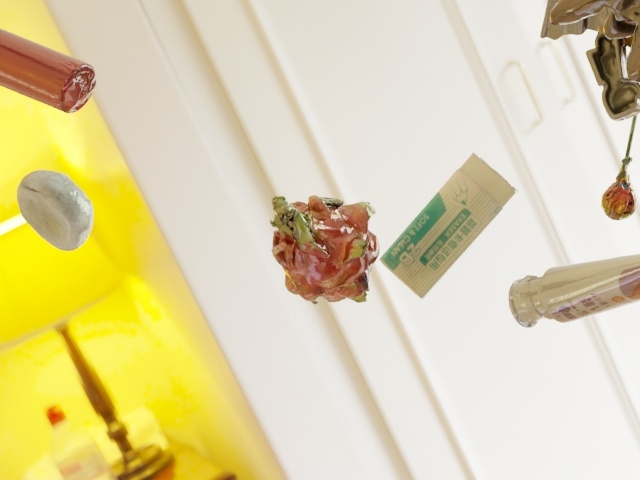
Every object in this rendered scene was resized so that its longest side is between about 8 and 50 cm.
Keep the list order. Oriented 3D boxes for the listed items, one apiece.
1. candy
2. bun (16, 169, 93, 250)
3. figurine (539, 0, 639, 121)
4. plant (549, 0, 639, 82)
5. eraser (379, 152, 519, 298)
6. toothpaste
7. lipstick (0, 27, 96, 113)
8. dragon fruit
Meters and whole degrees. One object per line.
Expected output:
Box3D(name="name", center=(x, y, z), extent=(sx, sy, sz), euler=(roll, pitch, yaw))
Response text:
Box3D(name="candy", center=(0.494, -0.130, 1.871), extent=(0.060, 0.201, 0.060), euler=(7, 12, -2))
Box3D(name="bun", center=(-0.412, -0.055, 1.830), extent=(0.083, 0.141, 0.141), euler=(-44, 18, -31))
Box3D(name="figurine", center=(0.510, -0.362, 1.801), extent=(0.285, 0.342, 0.167), euler=(29, 29, 23))
Box3D(name="plant", center=(0.297, -0.229, 0.769), extent=(0.182, 0.194, 0.320), euler=(-14, -34, -46))
Box3D(name="eraser", center=(0.198, -0.022, 1.796), extent=(0.225, 0.095, 0.052), euler=(-49, -10, 10))
Box3D(name="toothpaste", center=(0.363, 0.049, 1.399), extent=(0.114, 0.073, 0.299), euler=(17, -24, -39))
Box3D(name="lipstick", center=(-0.410, -0.233, 1.446), extent=(0.280, 0.073, 0.073), euler=(22, 31, 18))
Box3D(name="dragon fruit", center=(0.004, 0.002, 1.489), extent=(0.137, 0.135, 0.236), euler=(-5, -26, 7))
